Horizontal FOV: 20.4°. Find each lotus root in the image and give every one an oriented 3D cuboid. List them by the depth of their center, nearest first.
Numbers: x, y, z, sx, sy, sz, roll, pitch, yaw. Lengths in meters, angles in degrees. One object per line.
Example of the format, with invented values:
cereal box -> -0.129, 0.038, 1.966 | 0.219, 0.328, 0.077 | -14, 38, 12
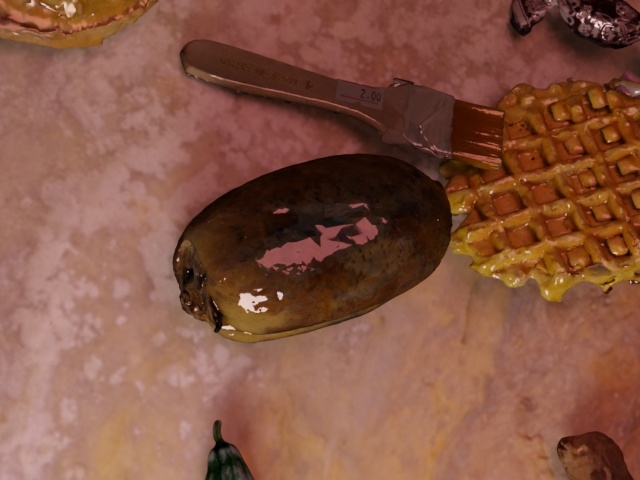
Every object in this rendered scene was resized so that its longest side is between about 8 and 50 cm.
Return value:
lotus root -> 0.000, 0.000, 1.669 | 0.274, 0.152, 0.160 | -17, 71, -28

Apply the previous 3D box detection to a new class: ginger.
ginger -> 0.324, 0.313, 1.738 | 0.122, 0.084, 0.290 | -32, 86, -21

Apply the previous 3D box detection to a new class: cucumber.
cucumber -> -0.077, 0.284, 1.600 | 0.056, 0.056, 0.250 | 2, 75, -22

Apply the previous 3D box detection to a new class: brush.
brush -> 0.023, -0.142, 1.767 | 0.336, 0.020, 0.085 | 14, 60, -8

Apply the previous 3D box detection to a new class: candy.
candy -> 0.309, -0.232, 1.889 | 0.226, 0.051, 0.094 | 17, 48, 13

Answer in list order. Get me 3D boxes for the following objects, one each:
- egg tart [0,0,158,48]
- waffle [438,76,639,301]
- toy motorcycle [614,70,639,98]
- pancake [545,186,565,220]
egg tart -> -0.244, -0.322, 1.697 | 0.290, 0.107, 0.291 | 7, 72, -20
waffle -> 0.262, -0.050, 1.788 | 0.280, 0.060, 0.262 | 25, 70, 20
toy motorcycle -> 0.419, -0.056, 1.866 | 0.188, 0.143, 0.327 | -27, 78, -27
pancake -> 0.233, -0.021, 1.844 | 0.116, 0.022, 0.129 | 36, 59, -8
